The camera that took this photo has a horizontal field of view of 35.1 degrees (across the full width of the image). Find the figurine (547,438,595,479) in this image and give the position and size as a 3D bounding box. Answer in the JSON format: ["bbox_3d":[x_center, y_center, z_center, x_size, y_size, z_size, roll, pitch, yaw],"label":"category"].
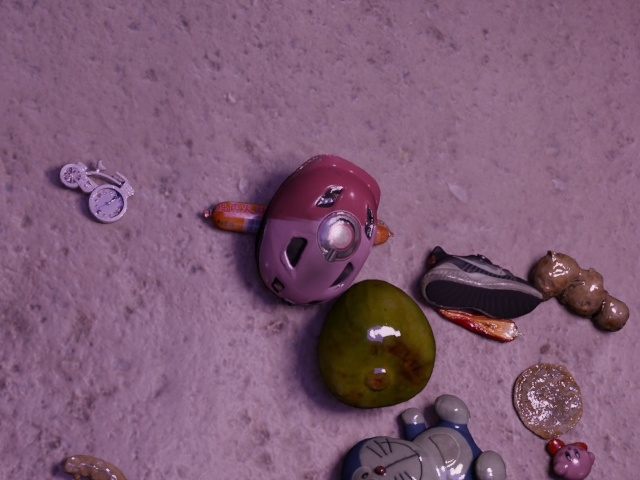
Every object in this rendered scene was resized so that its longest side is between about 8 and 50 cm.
[{"bbox_3d":[0.452,0.396,1.805,0.083,0.071,0.067,-5,119,-8],"label":"figurine"}]

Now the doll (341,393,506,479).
[{"bbox_3d":[0.159,0.388,1.687,0.258,0.154,0.228,-11,46,-25],"label":"doll"}]

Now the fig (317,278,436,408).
[{"bbox_3d":[0.092,0.167,1.721,0.203,0.203,0.225,9,34,-13],"label":"fig"}]

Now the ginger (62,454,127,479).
[{"bbox_3d":[-0.333,0.401,1.604,0.069,0.051,0.173,-40,84,-26],"label":"ginger"}]

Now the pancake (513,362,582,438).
[{"bbox_3d":[0.416,0.290,1.846,0.139,0.022,0.140,4,74,-13],"label":"pancake"}]

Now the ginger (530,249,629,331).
[{"bbox_3d":[0.488,0.098,1.888,0.204,0.080,0.104,28,103,-6],"label":"ginger"}]

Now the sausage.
[{"bbox_3d":[-0.034,-0.030,1.792,0.347,0.053,0.053,6,74,-13],"label":"sausage"}]

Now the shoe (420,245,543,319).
[{"bbox_3d":[0.289,0.069,1.831,0.227,0.099,0.112,9,44,-11],"label":"shoe"}]

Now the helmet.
[{"bbox_3d":[0.000,0.000,1.703,0.198,0.154,0.253,29,110,-20],"label":"helmet"}]

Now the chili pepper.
[{"bbox_3d":[0.287,0.152,1.846,0.178,0.027,0.045,16,68,-11],"label":"chili pepper"}]

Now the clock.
[{"bbox_3d":[-0.381,-0.090,1.721,0.129,0.041,0.087,40,73,-8],"label":"clock"}]
